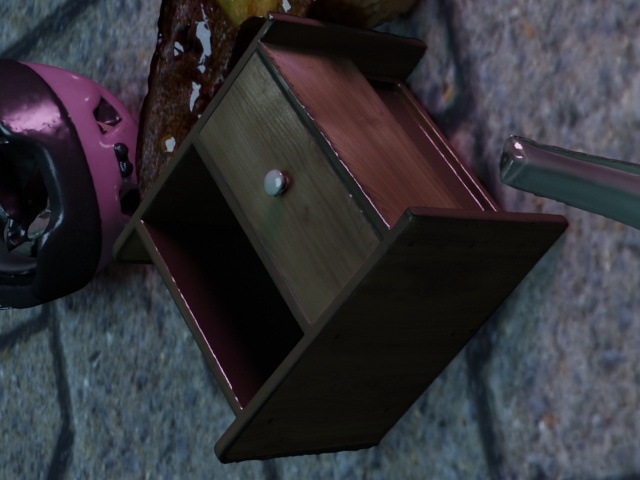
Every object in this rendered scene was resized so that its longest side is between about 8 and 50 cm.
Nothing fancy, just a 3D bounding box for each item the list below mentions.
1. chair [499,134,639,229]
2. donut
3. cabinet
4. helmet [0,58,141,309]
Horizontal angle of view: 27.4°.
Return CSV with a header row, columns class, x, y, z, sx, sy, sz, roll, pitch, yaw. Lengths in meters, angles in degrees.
class,x,y,z,sx,sy,sz,roll,pitch,yaw
chair,0.254,-0.023,0.533,0.203,0.274,0.190,-63,26,25
donut,-0.037,-0.144,0.891,0.295,0.112,0.151,-53,50,29
cabinet,0.000,0.000,0.816,0.215,0.148,0.175,-52,54,30
helmet,-0.228,-0.053,1.056,0.253,0.154,0.198,2,110,64
